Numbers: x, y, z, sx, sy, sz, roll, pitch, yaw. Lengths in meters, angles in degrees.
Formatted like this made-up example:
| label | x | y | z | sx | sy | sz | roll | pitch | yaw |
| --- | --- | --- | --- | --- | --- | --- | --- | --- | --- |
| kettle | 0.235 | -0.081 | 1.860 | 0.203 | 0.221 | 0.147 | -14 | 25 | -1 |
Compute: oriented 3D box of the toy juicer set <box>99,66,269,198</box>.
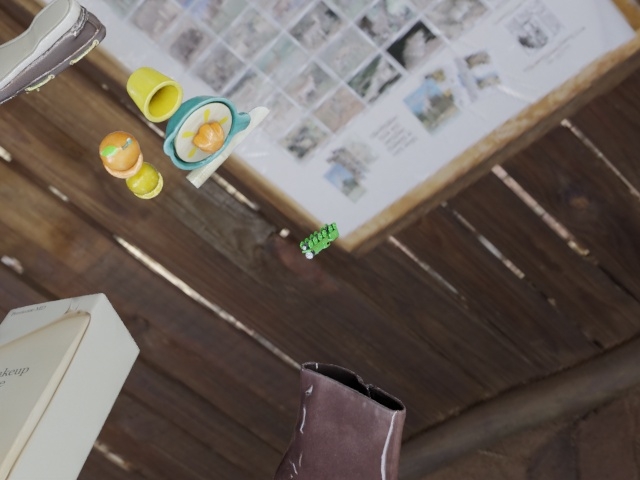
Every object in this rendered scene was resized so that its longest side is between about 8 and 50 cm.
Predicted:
| label | x | y | z | sx | sy | sz | roll | pitch | yaw |
| --- | --- | --- | --- | --- | --- | --- | --- | --- | --- |
| toy juicer set | -0.209 | -0.144 | 1.405 | 0.089 | 0.329 | 0.209 | 41 | 106 | 26 |

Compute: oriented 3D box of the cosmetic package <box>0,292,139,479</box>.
| label | x | y | z | sx | sy | sz | roll | pitch | yaw |
| --- | --- | --- | --- | --- | --- | --- | --- | --- | --- |
| cosmetic package | -0.355 | 0.211 | 1.052 | 0.160 | 0.113 | 0.309 | -12 | 34 | 19 |

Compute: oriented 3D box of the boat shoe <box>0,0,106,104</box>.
| label | x | y | z | sx | sy | sz | roll | pitch | yaw |
| --- | --- | --- | --- | --- | --- | --- | --- | --- | --- |
| boat shoe | -0.546 | -0.332 | 1.655 | 0.324 | 0.096 | 0.117 | -33 | 51 | 20 |

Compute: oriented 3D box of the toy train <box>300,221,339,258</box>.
| label | x | y | z | sx | sy | sz | roll | pitch | yaw |
| --- | --- | --- | --- | --- | --- | --- | --- | --- | --- |
| toy train | 0.000 | 0.000 | 1.091 | 0.017 | 0.024 | 0.083 | -9 | 17 | 31 |

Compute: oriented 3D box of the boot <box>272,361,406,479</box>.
| label | x | y | z | sx | sy | sz | roll | pitch | yaw |
| --- | --- | --- | --- | --- | --- | --- | --- | --- | --- |
| boot | 0.042 | 0.236 | 0.724 | 0.248 | 0.090 | 0.207 | 26 | 111 | 46 |
